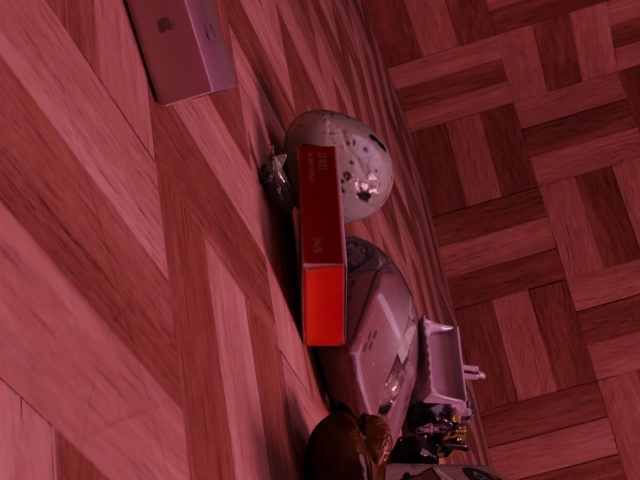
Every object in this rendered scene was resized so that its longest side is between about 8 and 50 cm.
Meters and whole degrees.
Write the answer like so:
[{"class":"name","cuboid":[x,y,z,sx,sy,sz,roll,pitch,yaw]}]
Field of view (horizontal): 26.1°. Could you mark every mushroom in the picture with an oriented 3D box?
[{"class":"mushroom","cuboid":[0.034,0.224,1.330,0.127,0.087,0.127,-20,90,-82]}]

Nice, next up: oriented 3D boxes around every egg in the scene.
[{"class":"egg","cuboid":[0.019,-0.093,1.704,0.164,0.131,0.131,45,27,-46]}]

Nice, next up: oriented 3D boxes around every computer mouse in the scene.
[{"class":"computer mouse","cuboid":[0.060,0.119,1.627,0.389,0.115,0.199,-96,164,-54]}]

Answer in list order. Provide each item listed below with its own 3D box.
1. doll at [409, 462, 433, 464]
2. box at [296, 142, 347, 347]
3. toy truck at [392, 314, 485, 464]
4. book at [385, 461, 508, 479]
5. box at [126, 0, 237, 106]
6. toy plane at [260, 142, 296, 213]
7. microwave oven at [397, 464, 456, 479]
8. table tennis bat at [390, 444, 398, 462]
[{"class":"doll","cuboid":[0.147,0.400,1.748,0.127,0.088,0.249,117,-27,-57]},{"class":"box","cuboid":[0.000,0.000,1.549,0.229,0.050,0.123,-93,-177,-50]},{"class":"toy truck","cuboid":[0.151,0.203,1.793,0.286,0.111,0.136,98,-11,-60]},{"class":"book","cuboid":[0.210,0.351,1.624,0.260,0.043,0.371,40,12,28]},{"class":"box","cuboid":[-0.123,-0.187,1.202,0.130,0.051,0.129,-54,127,-79]},{"class":"toy plane","cuboid":[-0.048,-0.064,1.536,0.080,0.033,0.083,-94,172,-58]},{"class":"microwave oven","cuboid":[0.090,0.295,1.235,0.205,0.163,0.129,42,25,-57]},{"class":"table tennis bat","cuboid":[0.093,0.263,1.906,0.158,0.014,0.095,58,20,-68]}]
